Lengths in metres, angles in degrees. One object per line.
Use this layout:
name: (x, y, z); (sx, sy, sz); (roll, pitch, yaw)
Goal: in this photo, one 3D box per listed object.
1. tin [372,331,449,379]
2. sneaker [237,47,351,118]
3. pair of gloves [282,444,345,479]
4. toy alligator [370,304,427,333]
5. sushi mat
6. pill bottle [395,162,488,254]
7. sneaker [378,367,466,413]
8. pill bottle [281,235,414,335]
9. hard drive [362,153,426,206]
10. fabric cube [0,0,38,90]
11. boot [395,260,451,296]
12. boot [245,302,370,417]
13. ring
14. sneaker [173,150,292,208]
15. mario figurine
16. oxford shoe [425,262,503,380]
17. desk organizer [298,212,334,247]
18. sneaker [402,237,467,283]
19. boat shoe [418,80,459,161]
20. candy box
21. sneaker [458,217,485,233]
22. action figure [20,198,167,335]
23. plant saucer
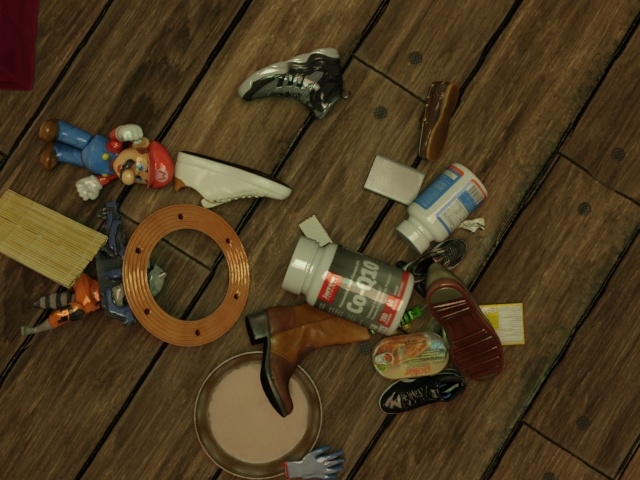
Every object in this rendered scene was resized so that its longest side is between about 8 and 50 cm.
tin: (0.223, 0.284, 1.899); (0.190, 0.040, 0.106); (-9, 75, 13)
sneaker: (-0.058, -0.362, 1.890); (0.269, 0.101, 0.153); (-22, 87, -6)
pair of gloves: (-0.010, 0.596, 1.891); (0.159, 0.023, 0.198); (-8, 107, -12)
toy alligator: (0.213, 0.189, 1.918); (0.190, 0.051, 0.056); (-24, 90, -3)
sushi mat: (-0.662, -0.008, 1.813); (0.317, 0.019, 0.151); (24, 60, 18)
pill bottle: (0.291, -0.075, 1.893); (0.221, 0.124, 0.124); (-43, 91, -3)
sneaker: (0.248, 0.368, 1.881); (0.217, 0.121, 0.079); (-21, 89, -3)
pill bottle: (0.062, 0.102, 1.813); (0.283, 0.161, 0.161); (21, 88, 0)
hard drive: (0.186, -0.149, 1.939); (0.135, 0.022, 0.094); (22, 88, -3)
fabric cube: (-0.820, -0.502, 1.776); (0.254, 0.258, 0.258); (3, 88, -2)
boot: (0.259, 0.071, 1.928); (0.099, 0.045, 0.121); (-42, 93, -4)
boot: (-0.016, 0.266, 1.866); (0.281, 0.096, 0.264); (-13, 71, -18)
ring: (-0.314, 0.081, 1.823); (0.337, 0.032, 0.336); (6, 79, -37)
sneaker: (-0.217, -0.125, 1.887); (0.290, 0.106, 0.123); (16, 98, 4)
mario figurine: (-0.506, -0.186, 1.823); (0.321, 0.198, 0.170); (13, 76, 1)
oxford shoe: (0.349, 0.194, 1.854); (0.123, 0.130, 0.348); (-20, 122, 12)
desk organizer: (0.000, 0.000, 1.914); (0.050, 0.047, 0.130); (-34, 91, -1)
sneaker: (0.286, 0.051, 1.874); (0.178, 0.077, 0.072); (-33, 87, -12)
boat shoe: (0.283, -0.298, 1.930); (0.073, 0.073, 0.206); (15, 83, 35)
candy box: (0.406, 0.213, 1.940); (0.206, 0.027, 0.105); (-3, 93, -3)
sneaker: (0.374, -0.034, 1.941); (0.083, 0.032, 0.036); (-10, 89, -3)
action figure: (-0.536, 0.081, 1.860); (0.331, 0.178, 0.341); (-2, 59, -9)
plant saucer: (-0.151, 0.424, 1.895); (0.311, 0.050, 0.310); (0, 89, -3)
